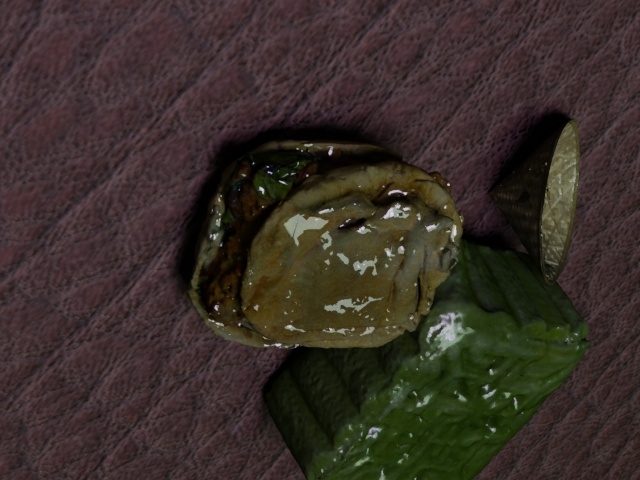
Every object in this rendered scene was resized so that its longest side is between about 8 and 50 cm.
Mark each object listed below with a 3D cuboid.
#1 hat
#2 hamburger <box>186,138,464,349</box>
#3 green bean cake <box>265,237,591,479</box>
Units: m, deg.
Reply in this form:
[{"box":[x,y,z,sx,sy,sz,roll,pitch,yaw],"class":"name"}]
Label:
[{"box":[0.178,-0.037,1.674,0.146,0.067,0.146,8,90,-72],"class":"hat"},{"box":[0.000,0.000,1.528,0.206,0.130,0.183,4,125,-19],"class":"hamburger"},{"box":[0.100,0.113,1.687,0.222,0.125,0.248,10,126,-44],"class":"green bean cake"}]
